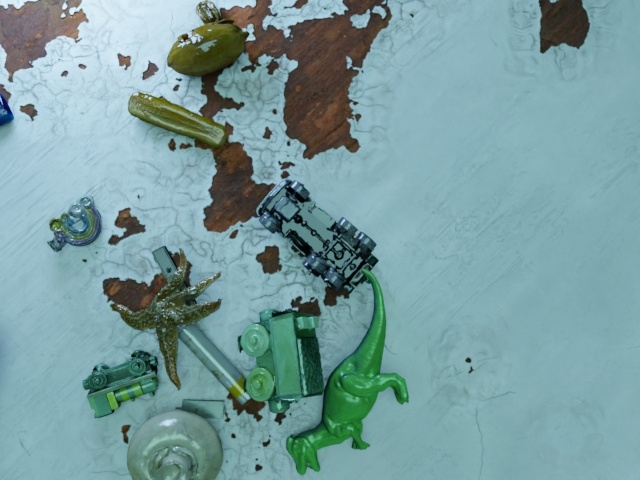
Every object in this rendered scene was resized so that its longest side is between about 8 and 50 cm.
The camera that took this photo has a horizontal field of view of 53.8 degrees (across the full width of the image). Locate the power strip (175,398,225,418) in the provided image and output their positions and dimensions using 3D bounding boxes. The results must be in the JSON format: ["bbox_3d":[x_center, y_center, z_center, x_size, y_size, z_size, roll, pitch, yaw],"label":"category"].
[{"bbox_3d":[-0.327,0.459,1.723,0.136,0.019,0.051,2,87,-4],"label":"power strip"}]

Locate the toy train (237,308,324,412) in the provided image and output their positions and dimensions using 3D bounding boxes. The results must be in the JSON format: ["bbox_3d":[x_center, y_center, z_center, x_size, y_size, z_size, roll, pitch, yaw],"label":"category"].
[{"bbox_3d":[-0.098,0.310,1.654,0.188,0.159,0.272,-14,76,24],"label":"toy train"}]

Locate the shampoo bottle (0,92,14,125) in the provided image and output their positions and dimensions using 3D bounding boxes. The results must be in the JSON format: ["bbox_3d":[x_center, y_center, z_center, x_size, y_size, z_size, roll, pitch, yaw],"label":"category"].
[{"bbox_3d":[-0.941,-0.331,1.721,0.182,0.050,0.087,-27,91,-6],"label":"shampoo bottle"}]

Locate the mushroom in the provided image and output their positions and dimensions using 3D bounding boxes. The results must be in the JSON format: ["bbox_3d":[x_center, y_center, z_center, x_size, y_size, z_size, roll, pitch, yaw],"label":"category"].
[{"bbox_3d":[-0.373,0.569,1.623,0.245,0.202,0.246,-1,95,-10],"label":"mushroom"}]

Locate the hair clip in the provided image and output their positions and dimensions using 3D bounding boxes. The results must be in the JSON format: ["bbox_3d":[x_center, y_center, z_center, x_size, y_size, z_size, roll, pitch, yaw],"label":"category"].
[{"bbox_3d":[-0.668,-0.036,1.726,0.172,0.049,0.116,-42,103,-15],"label":"hair clip"}]

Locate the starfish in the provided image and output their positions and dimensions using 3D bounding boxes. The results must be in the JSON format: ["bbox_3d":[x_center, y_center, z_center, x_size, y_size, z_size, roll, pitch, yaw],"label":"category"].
[{"bbox_3d":[-0.371,0.185,1.653,0.293,0.084,0.301,-44,72,7],"label":"starfish"}]

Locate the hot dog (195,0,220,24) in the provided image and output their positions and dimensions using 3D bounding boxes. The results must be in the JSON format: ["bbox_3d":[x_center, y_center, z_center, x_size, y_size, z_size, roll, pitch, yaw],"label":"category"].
[{"bbox_3d":[-0.322,-0.649,1.804,0.058,0.035,0.083,-34,89,-10],"label":"hot dog"}]

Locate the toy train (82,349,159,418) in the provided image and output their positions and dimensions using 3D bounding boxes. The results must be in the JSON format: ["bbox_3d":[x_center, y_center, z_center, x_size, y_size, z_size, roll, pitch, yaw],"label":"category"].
[{"bbox_3d":[-0.526,0.380,1.688,0.200,0.083,0.132,-17,98,-6],"label":"toy train"}]

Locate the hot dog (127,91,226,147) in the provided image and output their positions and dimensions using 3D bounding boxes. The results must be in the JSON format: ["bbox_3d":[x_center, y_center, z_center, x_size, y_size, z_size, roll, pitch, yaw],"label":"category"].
[{"bbox_3d":[-0.396,-0.334,1.759,0.285,0.061,0.088,25,87,-4],"label":"hot dog"}]

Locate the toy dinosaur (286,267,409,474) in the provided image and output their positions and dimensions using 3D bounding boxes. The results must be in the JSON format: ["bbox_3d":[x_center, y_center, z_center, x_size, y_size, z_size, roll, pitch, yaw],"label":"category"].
[{"bbox_3d":[0.039,0.353,1.697,0.374,0.144,0.501,-17,93,9],"label":"toy dinosaur"}]

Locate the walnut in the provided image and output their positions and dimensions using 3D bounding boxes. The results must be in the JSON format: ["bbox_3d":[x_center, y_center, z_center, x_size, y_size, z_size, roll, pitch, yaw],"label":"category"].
[{"bbox_3d":[-0.311,-0.531,1.753,0.245,0.137,0.137,-16,87,-2],"label":"walnut"}]

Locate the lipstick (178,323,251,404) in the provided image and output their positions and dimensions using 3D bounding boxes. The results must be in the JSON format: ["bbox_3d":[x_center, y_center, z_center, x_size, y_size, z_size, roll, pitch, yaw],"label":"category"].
[{"bbox_3d":[-0.283,0.333,1.717,0.059,0.059,0.264,-42,89,-6],"label":"lipstick"}]

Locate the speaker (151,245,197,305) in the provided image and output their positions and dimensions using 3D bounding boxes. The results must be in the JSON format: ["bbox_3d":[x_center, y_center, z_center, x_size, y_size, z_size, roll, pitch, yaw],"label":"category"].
[{"bbox_3d":[-0.400,0.106,1.732,0.040,0.046,0.191,-29,88,-5],"label":"speaker"}]

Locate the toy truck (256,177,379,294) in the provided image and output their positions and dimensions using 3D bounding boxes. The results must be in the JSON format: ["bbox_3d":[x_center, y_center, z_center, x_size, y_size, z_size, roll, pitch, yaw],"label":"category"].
[{"bbox_3d":[-0.002,-0.002,1.706,0.363,0.178,0.177,41,89,0],"label":"toy truck"}]
